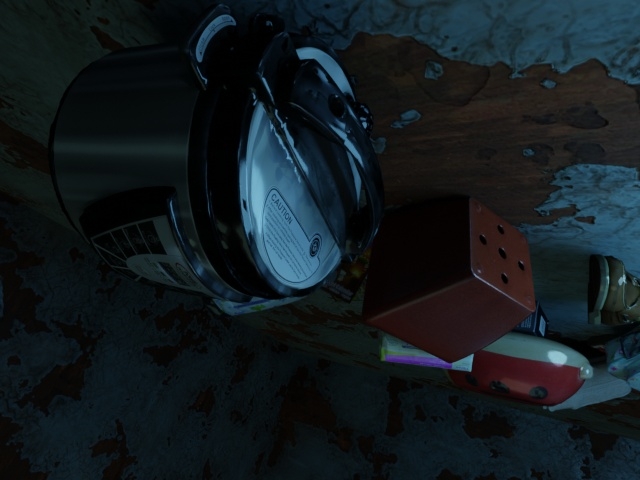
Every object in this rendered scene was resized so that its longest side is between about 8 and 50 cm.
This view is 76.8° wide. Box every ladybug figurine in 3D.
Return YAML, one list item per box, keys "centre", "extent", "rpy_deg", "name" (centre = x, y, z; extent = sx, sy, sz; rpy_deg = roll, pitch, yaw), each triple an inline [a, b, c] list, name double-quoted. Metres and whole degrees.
- centre: [0.532, 0.368, 1.172]
  extent: [0.305, 0.162, 0.449]
  rpy_deg: [30, 157, -27]
  name: "ladybug figurine"

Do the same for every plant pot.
- centre: [0.276, 0.066, 0.838]
  extent: [0.267, 0.267, 0.236]
  rpy_deg: [29, 143, -21]
  name: "plant pot"

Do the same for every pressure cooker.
- centre: [-0.115, -0.109, 0.594]
  extent: [0.420, 0.376, 0.370]
  rpy_deg: [8, -168, 26]
  name: "pressure cooker"

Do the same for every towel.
- centre: [0.830, 0.445, 1.262]
  extent: [0.282, 0.049, 0.187]
  rpy_deg: [-18, 122, 7]
  name: "towel"

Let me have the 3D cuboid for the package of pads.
- centre: [0.273, 0.214, 1.087]
  extent: [0.229, 0.296, 0.101]
  rpy_deg: [4, 113, 12]
  name: "package of pads"

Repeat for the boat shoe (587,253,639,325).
- centre: [0.613, 0.103, 0.828]
  extent: [0.104, 0.111, 0.307]
  rpy_deg: [0, 161, 32]
  name: "boat shoe"

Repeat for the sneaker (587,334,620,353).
- centre: [0.844, 0.304, 1.164]
  extent: [0.067, 0.042, 0.118]
  rpy_deg: [26, 165, -4]
  name: "sneaker"

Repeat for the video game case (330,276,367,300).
- centre: [0.134, 0.134, 1.299]
  extent: [0.248, 0.035, 0.275]
  rpy_deg: [-4, 151, 16]
  name: "video game case"

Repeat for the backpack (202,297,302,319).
- centre: [-0.141, 0.055, 1.120]
  extent: [0.355, 0.290, 0.273]
  rpy_deg: [-1, 135, 24]
  name: "backpack"

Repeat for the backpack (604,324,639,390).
- centre: [0.832, 0.305, 1.019]
  extent: [0.166, 0.144, 0.188]
  rpy_deg: [20, 150, -3]
  name: "backpack"

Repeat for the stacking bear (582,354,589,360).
- centre: [0.789, 0.428, 1.366]
  extent: [0.289, 0.164, 0.175]
  rpy_deg: [15, 158, 1]
  name: "stacking bear"

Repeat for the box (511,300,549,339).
- centre: [0.566, 0.241, 1.187]
  extent: [0.158, 0.093, 0.156]
  rpy_deg: [1, 151, 41]
  name: "box"

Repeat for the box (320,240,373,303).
- centre: [0.000, 0.000, 0.953]
  extent: [0.293, 0.201, 0.057]
  rpy_deg: [30, 179, -25]
  name: "box"
